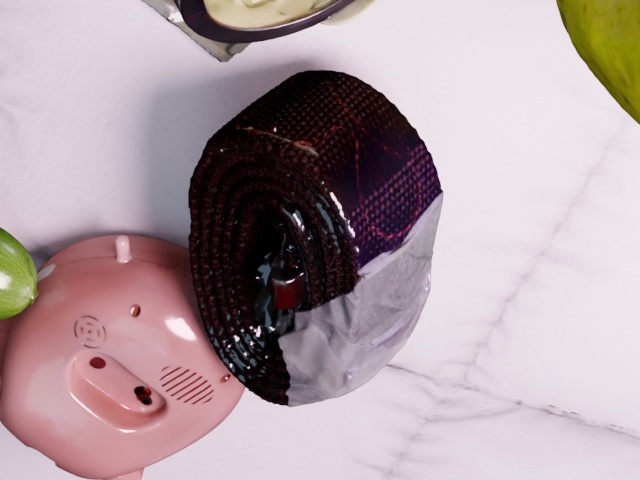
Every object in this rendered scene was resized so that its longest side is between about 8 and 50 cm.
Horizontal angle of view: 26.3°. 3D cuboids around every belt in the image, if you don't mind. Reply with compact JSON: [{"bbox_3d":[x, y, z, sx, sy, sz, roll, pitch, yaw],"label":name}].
[{"bbox_3d":[0.000,0.000,1.126,0.184,0.164,0.289,26,137,20],"label":"belt"}]

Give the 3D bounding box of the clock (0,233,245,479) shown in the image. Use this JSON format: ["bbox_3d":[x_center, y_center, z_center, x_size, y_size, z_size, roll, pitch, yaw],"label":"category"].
[{"bbox_3d":[-0.173,0.106,1.257,0.241,0.142,0.227,-34,120,27],"label":"clock"}]

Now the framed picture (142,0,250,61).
[{"bbox_3d":[-0.107,-0.267,0.989,0.209,0.019,0.281,-33,120,31],"label":"framed picture"}]

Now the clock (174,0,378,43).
[{"bbox_3d":[0.017,-0.253,0.794,0.276,0.120,0.379,-21,163,-11],"label":"clock"}]

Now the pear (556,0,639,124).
[{"bbox_3d":[0.335,-0.189,0.775,0.391,0.391,0.391,4,132,4],"label":"pear"}]

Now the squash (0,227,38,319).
[{"bbox_3d":[-0.421,-0.024,1.182,0.379,0.101,0.101,21,132,1],"label":"squash"}]
